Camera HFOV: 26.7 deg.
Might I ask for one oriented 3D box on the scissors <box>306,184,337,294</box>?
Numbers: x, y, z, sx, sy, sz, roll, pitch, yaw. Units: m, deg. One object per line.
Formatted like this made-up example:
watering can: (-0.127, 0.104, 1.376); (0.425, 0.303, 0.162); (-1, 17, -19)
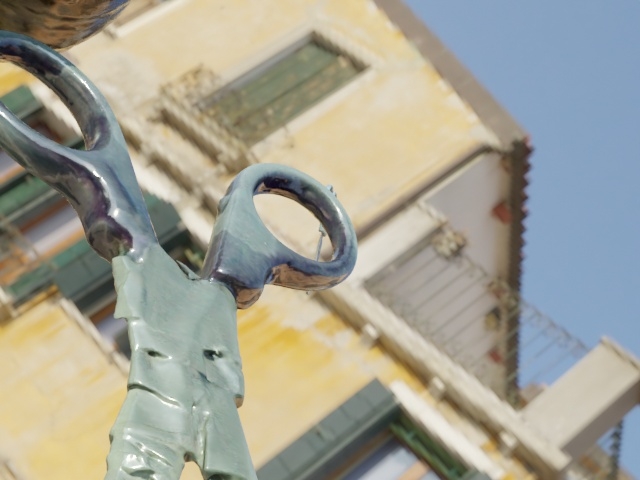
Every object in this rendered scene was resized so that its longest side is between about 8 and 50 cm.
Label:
scissors: (0.000, 0.000, 0.979); (0.006, 0.083, 0.036); (9, -19, 12)

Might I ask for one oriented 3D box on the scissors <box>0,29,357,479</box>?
scissors: (-0.062, 0.049, 0.646); (0.029, 0.256, 0.383); (-50, -148, 27)

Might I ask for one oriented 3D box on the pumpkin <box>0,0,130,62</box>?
pumpkin: (-0.195, -0.206, 0.781); (0.223, 0.157, 0.224); (7, -47, 7)
